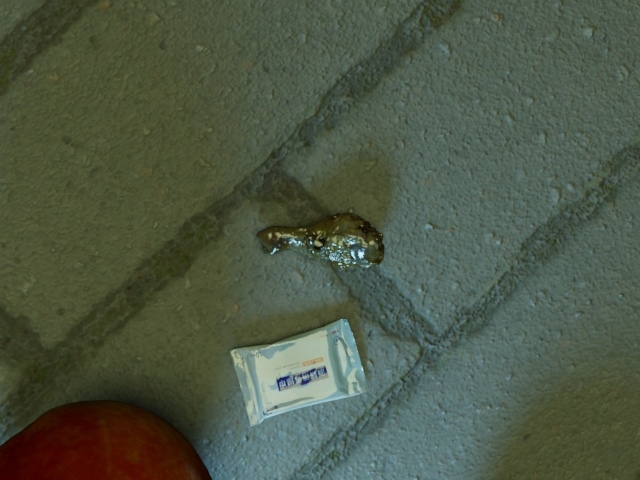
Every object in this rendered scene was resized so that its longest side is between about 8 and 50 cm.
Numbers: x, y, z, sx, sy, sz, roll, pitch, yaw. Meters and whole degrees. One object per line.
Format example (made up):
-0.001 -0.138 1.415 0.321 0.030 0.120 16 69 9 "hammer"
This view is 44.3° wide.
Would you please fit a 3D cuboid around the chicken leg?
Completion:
0.000 -0.002 1.211 0.198 0.069 0.084 2 113 3 "chicken leg"

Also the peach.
-0.296 0.414 1.025 0.389 0.388 0.387 0 89 -4 "peach"

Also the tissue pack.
-0.032 0.202 1.219 0.193 0.026 0.122 -16 91 -3 "tissue pack"
